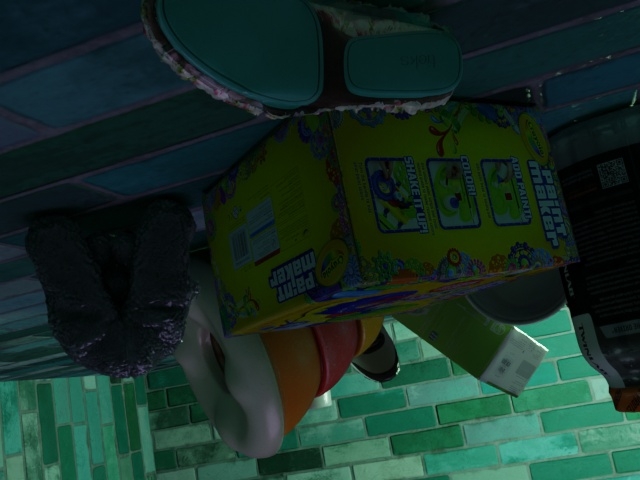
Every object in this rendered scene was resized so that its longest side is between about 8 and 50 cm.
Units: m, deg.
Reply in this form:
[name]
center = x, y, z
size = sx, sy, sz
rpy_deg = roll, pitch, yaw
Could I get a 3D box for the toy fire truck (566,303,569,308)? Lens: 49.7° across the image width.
[toy fire truck]
center = 0.605, 0.065, 1.260
size = 0.253, 0.302, 0.169
rpy_deg = 22, 170, -24

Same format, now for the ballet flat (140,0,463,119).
[ballet flat]
center = -0.011, -0.120, 0.455
size = 0.240, 0.091, 0.077
rpy_deg = 3, -175, -35

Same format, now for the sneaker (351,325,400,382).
[sneaker]
center = 0.071, 0.163, 1.399
size = 0.100, 0.272, 0.108
rpy_deg = -27, 158, -4

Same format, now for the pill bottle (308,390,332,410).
[pill bottle]
center = -0.066, 0.204, 1.403
size = 0.160, 0.283, 0.160
rpy_deg = -10, 168, -2

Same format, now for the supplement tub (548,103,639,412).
[supplement tub]
center = 0.396, 0.023, 0.834
size = 0.207, 0.338, 0.207
rpy_deg = -9, 168, -2

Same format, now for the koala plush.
[koala plush]
center = -0.248, 0.064, 0.888
size = 0.196, 0.204, 0.221
rpy_deg = -8, 180, -10

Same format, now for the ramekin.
[ramekin]
center = 0.351, 0.040, 1.221
size = 0.207, 0.207, 0.109
rpy_deg = -15, 177, 22

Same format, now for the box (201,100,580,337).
[box]
center = 0.061, -0.017, 0.758
size = 0.279, 0.177, 0.290
rpy_deg = -4, 167, -32

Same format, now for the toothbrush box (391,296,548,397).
[toothbrush box]
center = 0.277, 0.172, 1.378
size = 0.283, 0.122, 0.206
rpy_deg = 36, -177, 40

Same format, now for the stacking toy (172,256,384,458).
[stacking toy]
center = 0.000, 0.131, 1.229
size = 0.479, 0.351, 0.350
rpy_deg = -21, 174, -28
